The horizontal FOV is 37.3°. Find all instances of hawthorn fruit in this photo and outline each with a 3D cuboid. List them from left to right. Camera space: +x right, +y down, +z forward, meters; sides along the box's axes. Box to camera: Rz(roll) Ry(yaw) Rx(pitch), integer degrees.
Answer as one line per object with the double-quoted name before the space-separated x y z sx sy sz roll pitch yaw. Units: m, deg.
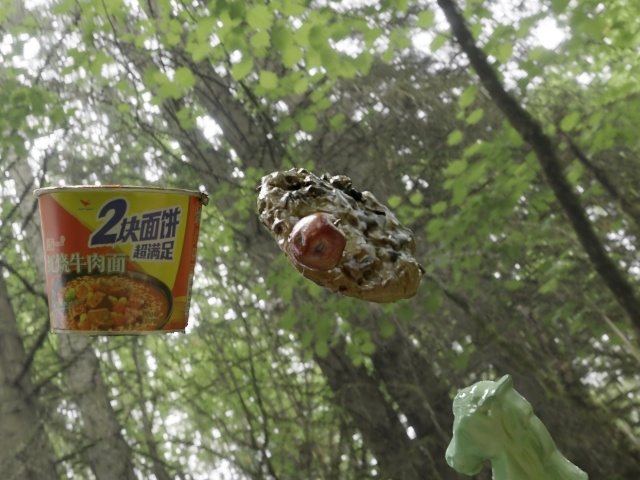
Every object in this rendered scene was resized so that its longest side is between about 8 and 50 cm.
"hawthorn fruit" 0.000 0.000 1.386 0.093 0.093 0.093 -14 -48 -17

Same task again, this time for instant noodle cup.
"instant noodle cup" -0.240 0.027 1.144 0.213 0.213 0.174 1 -93 -28

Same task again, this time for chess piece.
"chess piece" 0.282 0.325 1.292 0.175 0.298 0.176 -40 -4 -4

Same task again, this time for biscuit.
"biscuit" 0.041 -0.021 1.615 0.289 0.334 0.081 -3 -49 -43
